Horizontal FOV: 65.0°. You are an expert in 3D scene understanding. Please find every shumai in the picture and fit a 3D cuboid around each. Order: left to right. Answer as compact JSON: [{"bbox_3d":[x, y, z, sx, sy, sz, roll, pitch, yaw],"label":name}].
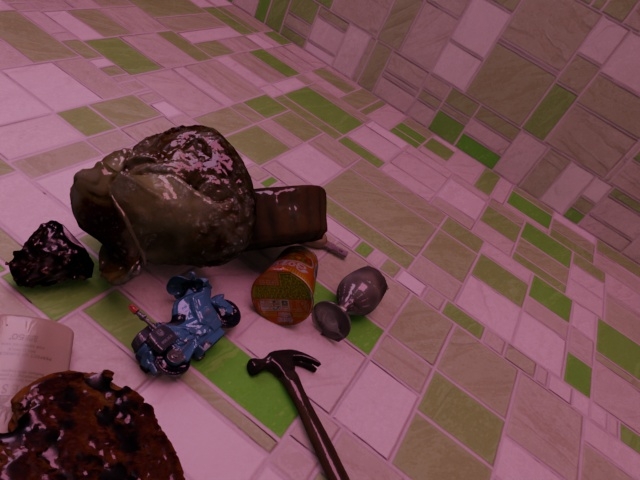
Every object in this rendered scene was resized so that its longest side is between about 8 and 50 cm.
[{"bbox_3d":[-0.388,-0.092,1.146,0.395,0.395,0.348,45,29,21],"label":"shumai"}]

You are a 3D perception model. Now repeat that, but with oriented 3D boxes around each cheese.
[{"bbox_3d":[0.000,0.000,1.578,0.192,0.037,0.097,28,38,1],"label":"cheese"}]

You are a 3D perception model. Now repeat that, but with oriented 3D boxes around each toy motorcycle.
[{"bbox_3d":[-0.305,0.176,1.111,0.182,0.123,0.272,43,37,3],"label":"toy motorcycle"}]

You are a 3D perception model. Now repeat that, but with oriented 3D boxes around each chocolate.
[{"bbox_3d":[-0.593,0.051,1.081,0.156,0.156,0.133,38,54,13],"label":"chocolate"}]

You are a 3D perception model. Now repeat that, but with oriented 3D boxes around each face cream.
[{"bbox_3d":[-0.536,0.287,0.858,0.174,0.081,0.348,15,38,-28],"label":"face cream"}]

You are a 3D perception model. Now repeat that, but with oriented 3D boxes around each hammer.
[{"bbox_3d":[-0.007,0.423,1.071,0.169,0.044,0.439,-4,48,-34],"label":"hammer"}]

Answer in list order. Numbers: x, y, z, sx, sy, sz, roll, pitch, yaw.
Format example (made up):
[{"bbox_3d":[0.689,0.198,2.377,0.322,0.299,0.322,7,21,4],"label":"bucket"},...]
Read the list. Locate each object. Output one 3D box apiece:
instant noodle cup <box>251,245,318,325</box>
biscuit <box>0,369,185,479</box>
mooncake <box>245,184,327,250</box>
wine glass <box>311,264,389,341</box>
[{"bbox_3d":[-0.078,0.102,1.322,0.169,0.168,0.185,27,29,-2],"label":"instant noodle cup"},{"bbox_3d":[-0.371,0.366,0.802,0.290,0.081,0.334,2,49,-54],"label":"biscuit"},{"bbox_3d":[-0.120,-0.060,1.370,0.291,0.291,0.161,-8,92,-39],"label":"mooncake"},{"bbox_3d":[0.086,0.162,1.371,0.126,0.126,0.241,38,38,12],"label":"wine glass"}]
